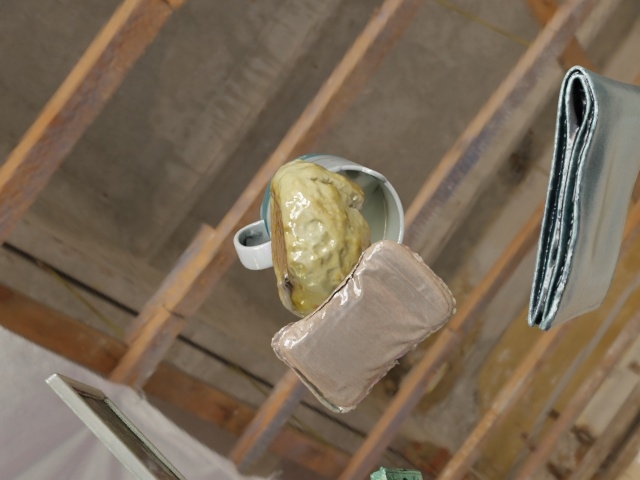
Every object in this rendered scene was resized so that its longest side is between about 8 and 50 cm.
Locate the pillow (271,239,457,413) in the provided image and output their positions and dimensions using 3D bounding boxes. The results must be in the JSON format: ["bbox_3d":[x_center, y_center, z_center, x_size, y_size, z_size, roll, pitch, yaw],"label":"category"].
[{"bbox_3d":[0.054,0.103,1.215,0.211,0.135,0.034,-43,3,9],"label":"pillow"}]

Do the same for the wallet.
[{"bbox_3d":[0.322,-0.047,1.178,0.251,0.054,0.291,-6,-74,-56],"label":"wallet"}]

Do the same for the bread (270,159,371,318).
[{"bbox_3d":[0.000,0.000,1.462,0.134,0.244,0.245,-6,-56,-12],"label":"bread"}]

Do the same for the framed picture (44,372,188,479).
[{"bbox_3d":[-0.186,0.285,1.203,0.020,0.324,0.240,-44,-11,-9],"label":"framed picture"}]

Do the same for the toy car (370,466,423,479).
[{"bbox_3d":[0.171,0.608,1.972,0.097,0.321,0.141,-24,-27,33],"label":"toy car"}]

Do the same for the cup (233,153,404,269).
[{"bbox_3d":[-0.016,-0.031,1.822,0.289,0.257,0.219,-25,-72,-10],"label":"cup"}]
